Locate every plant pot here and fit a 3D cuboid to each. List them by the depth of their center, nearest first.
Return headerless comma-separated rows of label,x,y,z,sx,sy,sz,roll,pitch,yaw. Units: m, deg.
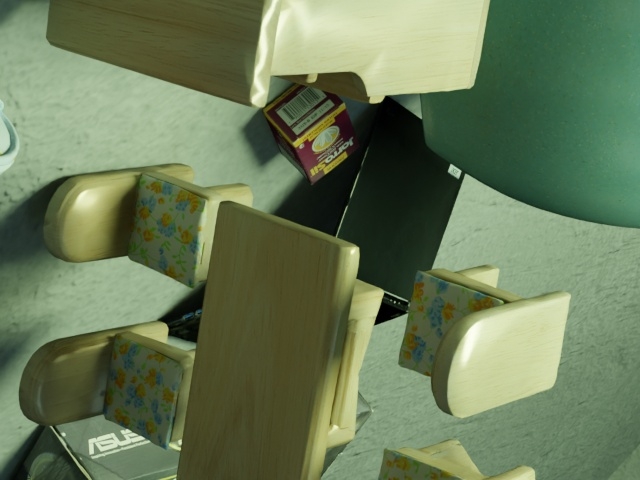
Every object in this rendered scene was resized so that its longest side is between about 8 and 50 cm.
plant pot,0.174,-0.148,1.388,0.195,0.290,0.290,-3,154,5

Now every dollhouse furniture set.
dollhouse furniture set,-0.049,0.012,1.199,0.256,0.362,0.394,-9,114,-52

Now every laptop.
laptop,0.000,0.000,1.650,0.264,0.137,0.234,-20,162,19

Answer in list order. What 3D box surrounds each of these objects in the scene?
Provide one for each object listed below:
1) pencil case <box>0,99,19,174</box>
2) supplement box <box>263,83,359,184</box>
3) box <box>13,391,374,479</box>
pencil case,-0.298,0.009,1.093,0.273,0.113,0.124,-50,156,21
supplement box,-0.007,-0.090,1.443,0.055,0.043,0.083,-40,157,-6
box,-0.167,0.277,1.780,0.395,0.097,0.318,-10,144,-49
